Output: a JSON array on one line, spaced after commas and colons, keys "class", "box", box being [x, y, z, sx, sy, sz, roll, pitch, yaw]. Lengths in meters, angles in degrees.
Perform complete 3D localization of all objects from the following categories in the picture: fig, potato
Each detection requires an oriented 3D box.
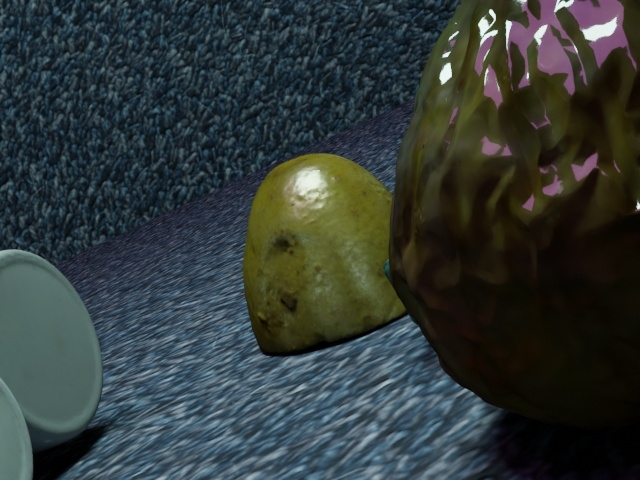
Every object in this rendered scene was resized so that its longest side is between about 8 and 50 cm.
[{"class": "fig", "box": [0.134, -0.088, 0.621, 0.286, 0.369, 0.286, -28, 16, 9]}, {"class": "potato", "box": [0.000, 0.000, 1.105, 0.178, 0.158, 0.203, -27, 6, -18]}]

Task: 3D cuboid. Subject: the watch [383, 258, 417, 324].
[{"class": "watch", "box": [0.159, -0.020, 0.879, 0.237, 0.068, 0.195, -31, -10, 18]}]

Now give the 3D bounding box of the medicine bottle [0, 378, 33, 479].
[{"class": "medicine bottle", "box": [-0.366, 0.189, 0.901, 0.273, 0.165, 0.165, -25, 9, 24]}]

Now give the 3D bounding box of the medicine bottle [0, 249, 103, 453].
[{"class": "medicine bottle", "box": [-0.385, 0.144, 1.098, 0.339, 0.208, 0.208, -21, 10, 21]}]
